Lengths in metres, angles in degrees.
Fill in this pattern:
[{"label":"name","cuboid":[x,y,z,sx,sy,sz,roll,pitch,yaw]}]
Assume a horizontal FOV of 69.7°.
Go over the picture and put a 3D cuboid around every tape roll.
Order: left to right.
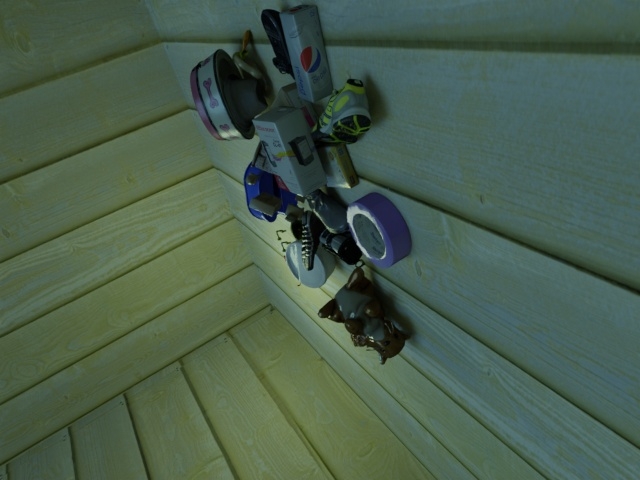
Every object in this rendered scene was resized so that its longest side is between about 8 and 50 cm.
[{"label":"tape roll","cuboid":[0.213,-0.036,1.709,0.275,0.090,0.275,49,157,29]}]

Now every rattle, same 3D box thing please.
[{"label":"rattle","cuboid":[-0.267,-0.765,1.964,0.199,0.143,0.130,42,-170,7]}]

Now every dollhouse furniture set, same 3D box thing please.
[{"label":"dollhouse furniture set","cuboid":[-0.173,-0.297,2.036,0.302,0.356,0.174,23,-161,2]}]

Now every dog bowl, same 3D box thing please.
[{"label":"dog bowl","cuboid":[-0.447,-0.643,2.103,0.408,0.150,0.409,-14,-90,-78]}]

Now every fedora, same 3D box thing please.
[{"label":"fedora","cuboid":[-0.314,-0.631,2.038,0.275,0.124,0.244,-70,-37,-70]}]

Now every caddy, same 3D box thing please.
[{"label":"caddy","cuboid":[-0.255,-0.256,2.310,0.179,0.241,0.342,27,130,46]}]

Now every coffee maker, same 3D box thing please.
[{"label":"coffee maker","cuboid":[0.093,0.037,2.063,0.178,0.120,0.171,33,148,54]}]

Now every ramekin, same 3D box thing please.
[{"label":"ramekin","cuboid":[-0.043,0.102,2.384,0.272,0.127,0.273,24,132,30]}]

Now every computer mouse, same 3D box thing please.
[{"label":"computer mouse","cuboid":[-0.133,-0.716,1.655,0.188,0.072,0.272,45,168,32]}]

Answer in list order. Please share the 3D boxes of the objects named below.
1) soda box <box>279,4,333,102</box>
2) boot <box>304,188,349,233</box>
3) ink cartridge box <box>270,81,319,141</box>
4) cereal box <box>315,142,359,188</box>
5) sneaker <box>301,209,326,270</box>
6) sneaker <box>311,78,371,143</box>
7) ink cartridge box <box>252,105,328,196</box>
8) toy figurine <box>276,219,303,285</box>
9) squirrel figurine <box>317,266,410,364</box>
[{"label":"soda box","cuboid":[-0.043,-0.615,1.524,0.098,0.091,0.287,38,151,47]},{"label":"boot","cuboid":[0.006,-0.165,1.935,0.338,0.118,0.223,28,155,55]},{"label":"ink cartridge box","cuboid":[-0.091,-0.483,1.835,0.235,0.088,0.193,62,160,-5]},{"label":"cereal box","cuboid":[0.048,-0.294,1.813,0.240,0.047,0.173,20,137,63]},{"label":"sneaker","cuboid":[0.000,0.000,2.145,0.106,0.162,0.282,-179,89,-70]},{"label":"sneaker","cuboid":[0.073,-0.411,1.519,0.384,0.145,0.147,-178,91,-71]},{"label":"ink cartridge box","cuboid":[-0.119,-0.345,1.780,0.226,0.131,0.307,27,145,56]},{"label":"toy figurine","cuboid":[-0.139,0.060,2.594,0.363,0.191,0.217,66,165,-12]},{"label":"squirrel figurine","cuboid":[0.225,0.367,2.080,0.370,0.281,0.397,41,173,16]}]
